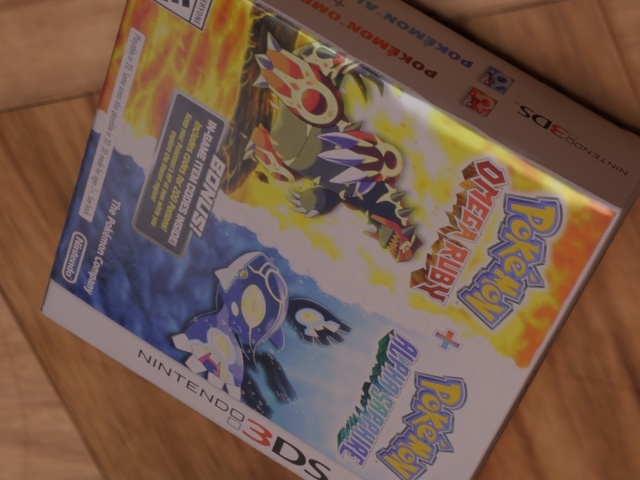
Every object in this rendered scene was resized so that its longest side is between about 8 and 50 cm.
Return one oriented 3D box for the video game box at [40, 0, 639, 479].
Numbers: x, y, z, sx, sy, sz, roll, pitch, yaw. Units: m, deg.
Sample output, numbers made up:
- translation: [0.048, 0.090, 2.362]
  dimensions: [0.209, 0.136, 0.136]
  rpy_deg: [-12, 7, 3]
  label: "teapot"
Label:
- translation: [0.000, 0.000, 0.728]
  dimensions: [0.187, 0.048, 0.205]
  rpy_deg: [29, 135, 8]
  label: "video game box"
